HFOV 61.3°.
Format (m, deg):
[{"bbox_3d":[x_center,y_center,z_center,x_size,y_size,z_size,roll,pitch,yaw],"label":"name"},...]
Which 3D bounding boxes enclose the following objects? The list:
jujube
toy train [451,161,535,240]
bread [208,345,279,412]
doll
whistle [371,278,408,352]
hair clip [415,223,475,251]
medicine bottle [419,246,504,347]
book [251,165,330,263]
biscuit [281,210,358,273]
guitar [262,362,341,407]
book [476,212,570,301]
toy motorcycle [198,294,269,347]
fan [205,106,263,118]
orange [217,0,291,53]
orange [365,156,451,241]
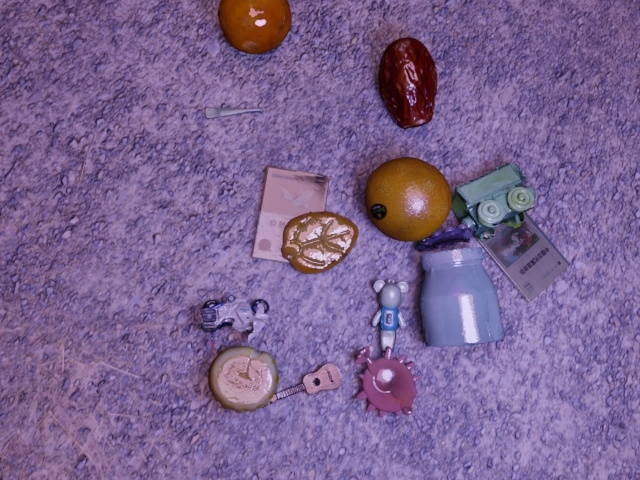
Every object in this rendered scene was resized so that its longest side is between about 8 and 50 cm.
[{"bbox_3d":[0.297,-0.526,1.811,0.197,0.197,0.290,-12,98,-8],"label":"jujube"},{"bbox_3d":[0.569,-0.124,1.783,0.272,0.159,0.188,-26,68,-8],"label":"toy train"},{"bbox_3d":[-0.233,0.421,1.640,0.213,0.105,0.213,3,71,-9],"label":"bread"},{"bbox_3d":[0.206,0.441,1.689,0.262,0.093,0.211,44,86,-6],"label":"doll"},{"bbox_3d":[0.221,0.241,1.738,0.114,0.077,0.235,3,87,1],"label":"whistle"},{"bbox_3d":[0.405,0.004,1.747,0.195,0.124,0.052,-19,59,25],"label":"hair clip"},{"bbox_3d":[0.428,0.175,1.680,0.245,0.245,0.289,-5,82,-7],"label":"medicine bottle"},{"bbox_3d":[-0.095,-0.078,1.776,0.217,0.021,0.310,9,81,-5],"label":"book"},{"bbox_3d":[0.000,-0.001,1.745,0.260,0.041,0.203,-16,84,-7],"label":"biscuit"},{"bbox_3d":[-0.065,0.462,1.687,0.271,0.038,0.083,-20,79,-4],"label":"guitar"},{"bbox_3d":[0.689,0.037,1.843,0.215,0.025,0.282,-39,85,-12],"label":"book"},{"bbox_3d":[-0.267,0.250,1.673,0.221,0.102,0.150,0,60,-9],"label":"toy motorcycle"},{"bbox_3d":[-0.288,-0.431,1.813,0.193,0.016,0.038,-4,85,-6],"label":"fan"},{"bbox_3d":[-0.215,-0.732,1.767,0.240,0.240,0.240,1,81,-6],"label":"orange"},{"bbox_3d":[0.273,-0.132,1.705,0.274,0.274,0.274,1,81,-6],"label":"orange"}]
